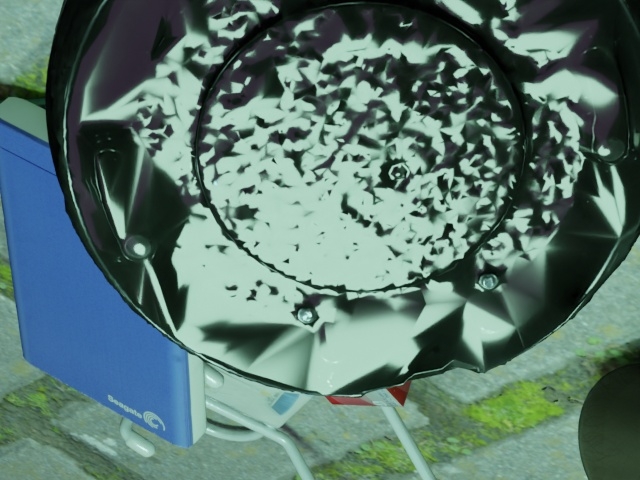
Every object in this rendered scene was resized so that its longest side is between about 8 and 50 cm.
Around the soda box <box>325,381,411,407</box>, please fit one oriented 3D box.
[{"bbox_3d":[-0.007,0.047,1.714,0.083,0.092,0.263,-1,145,36],"label":"soda box"}]

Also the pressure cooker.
[{"bbox_3d":[0.016,-0.149,1.237,0.376,0.420,0.370,-21,116,12],"label":"pressure cooker"}]

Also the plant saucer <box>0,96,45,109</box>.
[{"bbox_3d":[-0.307,-0.105,1.783,0.192,0.018,0.067,0,141,28],"label":"plant saucer"}]

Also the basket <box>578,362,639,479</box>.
[{"bbox_3d":[0.340,0.191,1.670,0.204,0.154,0.227,47,170,0],"label":"basket"}]

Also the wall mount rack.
[{"bbox_3d":[-0.029,0.196,1.960,0.304,0.130,0.350,28,146,-11],"label":"wall mount rack"}]

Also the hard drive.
[{"bbox_3d":[-0.202,0.035,1.782,0.210,0.040,0.318,26,140,24],"label":"hard drive"}]
